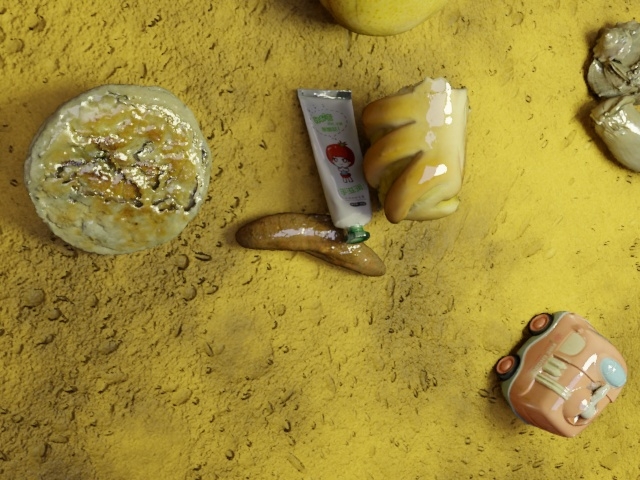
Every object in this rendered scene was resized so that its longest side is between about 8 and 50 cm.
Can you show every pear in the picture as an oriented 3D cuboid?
[{"bbox_3d":[0.123,-0.541,1.065,0.314,0.314,0.314,-2,96,-16],"label":"pear"}]

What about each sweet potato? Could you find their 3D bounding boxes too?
[{"bbox_3d":[-0.001,-0.003,1.187,0.341,0.092,0.114,13,117,-17],"label":"sweet potato"}]

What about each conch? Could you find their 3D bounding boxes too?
[{"bbox_3d":[0.737,-0.405,1.350,0.245,0.163,0.178,24,125,-32],"label":"conch"}]

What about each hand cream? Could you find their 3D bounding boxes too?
[{"bbox_3d":[0.040,-0.158,1.155,0.121,0.076,0.336,-5,74,-25],"label":"hand cream"}]

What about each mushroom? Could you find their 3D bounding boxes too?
[{"bbox_3d":[0.817,-0.237,1.371,0.397,0.126,0.177,6,108,-17],"label":"mushroom"}]

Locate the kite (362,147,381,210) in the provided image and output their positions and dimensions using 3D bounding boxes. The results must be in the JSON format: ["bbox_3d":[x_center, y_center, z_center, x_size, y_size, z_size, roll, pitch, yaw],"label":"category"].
[{"bbox_3d":[0.124,-0.142,1.248,0.139,0.011,0.157,-6,96,-12],"label":"kite"}]

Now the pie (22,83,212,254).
[{"bbox_3d":[-0.357,-0.123,1.040,0.339,0.077,0.339,-12,119,-24],"label":"pie"}]

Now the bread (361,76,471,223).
[{"bbox_3d":[0.181,-0.165,1.118,0.211,0.315,0.270,5,96,19],"label":"bread"}]

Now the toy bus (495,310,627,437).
[{"bbox_3d":[0.569,0.313,1.314,0.194,0.232,0.288,44,85,-13],"label":"toy bus"}]
